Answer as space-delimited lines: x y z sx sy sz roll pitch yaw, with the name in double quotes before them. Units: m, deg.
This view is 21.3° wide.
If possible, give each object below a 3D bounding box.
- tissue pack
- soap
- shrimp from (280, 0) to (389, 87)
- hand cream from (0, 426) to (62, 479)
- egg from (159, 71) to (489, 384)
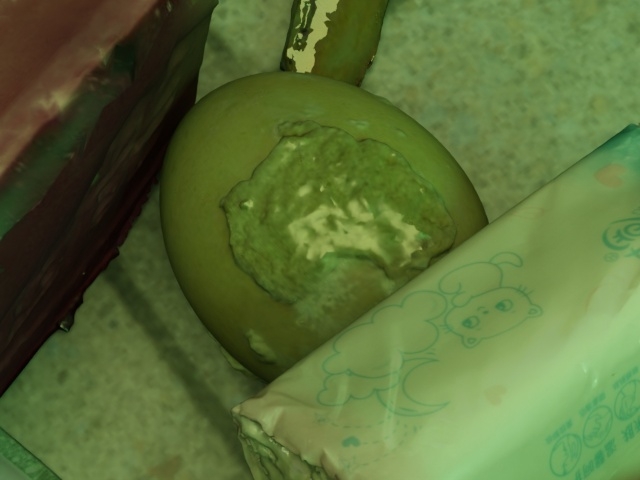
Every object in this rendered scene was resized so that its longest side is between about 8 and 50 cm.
"tissue pack" 0.109 0.095 0.814 0.271 0.201 0.124 -34 37 -24
"soap" -0.178 -0.019 0.866 0.127 0.220 0.325 32 66 4
"shrimp" -0.040 -0.211 1.019 0.185 0.068 0.287 -33 86 -8
"hand cream" -0.251 0.206 0.883 0.079 0.050 0.275 47 70 -16
"egg" 0.002 -0.003 0.892 0.164 0.164 0.201 -39 67 -13
